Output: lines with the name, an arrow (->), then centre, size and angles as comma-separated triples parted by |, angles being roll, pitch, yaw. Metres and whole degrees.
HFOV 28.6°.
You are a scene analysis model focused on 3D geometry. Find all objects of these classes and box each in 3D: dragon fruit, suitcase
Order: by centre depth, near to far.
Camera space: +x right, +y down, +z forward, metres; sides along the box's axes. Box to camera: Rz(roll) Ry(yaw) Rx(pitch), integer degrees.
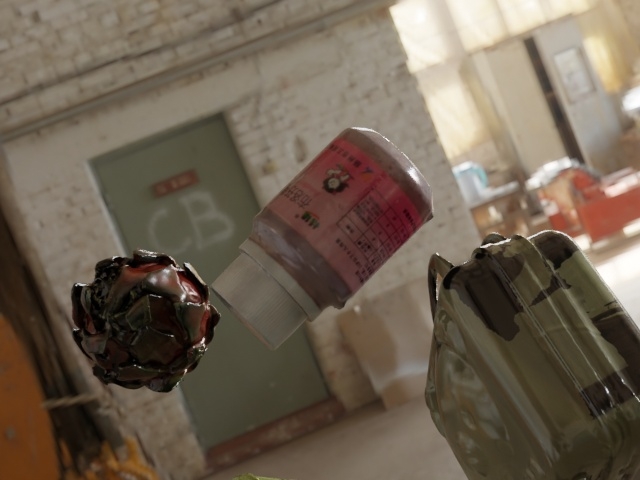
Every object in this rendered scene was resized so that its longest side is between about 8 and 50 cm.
suitcase -> 0.215, 0.154, 1.360 | 0.194, 0.339, 0.352 | -22, -29, -13
dragon fruit -> -0.212, 0.098, 1.513 | 0.182, 0.182, 0.188 | -23, -2, -18

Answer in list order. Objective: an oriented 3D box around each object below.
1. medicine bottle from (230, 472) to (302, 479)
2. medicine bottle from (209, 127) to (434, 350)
medicine bottle -> 0.039, 0.242, 0.929 | 0.238, 0.124, 0.124 | 12, -12, -25
medicine bottle -> 0.000, 0.000, 1.376 | 0.247, 0.147, 0.147 | -44, 7, -9
